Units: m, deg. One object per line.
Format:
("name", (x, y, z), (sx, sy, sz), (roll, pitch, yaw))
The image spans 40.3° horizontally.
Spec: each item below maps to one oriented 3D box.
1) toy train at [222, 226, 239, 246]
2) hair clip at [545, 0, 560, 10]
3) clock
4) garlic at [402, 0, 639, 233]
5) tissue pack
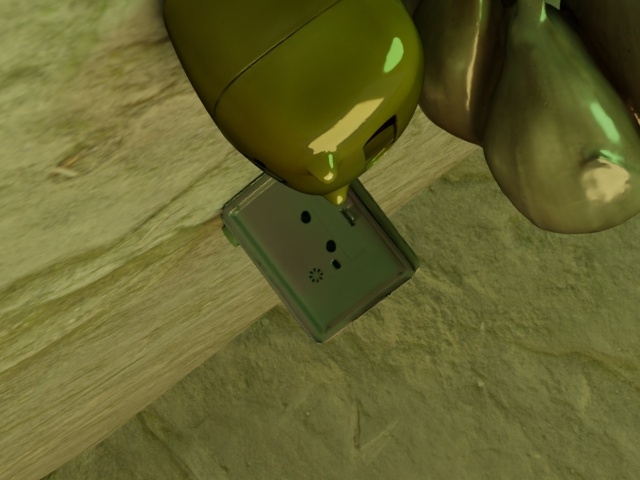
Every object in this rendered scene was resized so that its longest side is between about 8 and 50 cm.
("toy train", (-0.080, -0.027, 1.090), (0.083, 0.033, 0.053), (-34, 179, -30))
("hair clip", (0.241, -0.253, 0.905), (0.331, 0.101, 0.085), (-35, 178, 2))
("clock", (0.000, 0.000, 0.986), (0.147, 0.192, 0.071), (-39, 176, 13))
("garlic", (0.173, -0.124, 0.581), (0.210, 0.237, 0.292), (-37, 171, 11))
("tissue pack", (-0.005, -0.095, 0.502), (0.123, 0.127, 0.178), (-39, 175, 1))
